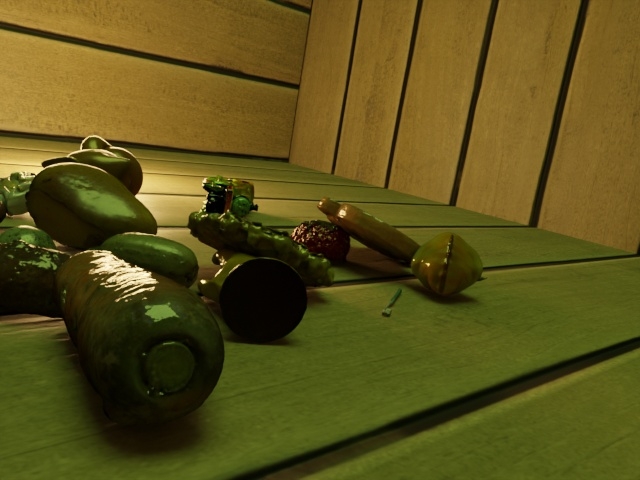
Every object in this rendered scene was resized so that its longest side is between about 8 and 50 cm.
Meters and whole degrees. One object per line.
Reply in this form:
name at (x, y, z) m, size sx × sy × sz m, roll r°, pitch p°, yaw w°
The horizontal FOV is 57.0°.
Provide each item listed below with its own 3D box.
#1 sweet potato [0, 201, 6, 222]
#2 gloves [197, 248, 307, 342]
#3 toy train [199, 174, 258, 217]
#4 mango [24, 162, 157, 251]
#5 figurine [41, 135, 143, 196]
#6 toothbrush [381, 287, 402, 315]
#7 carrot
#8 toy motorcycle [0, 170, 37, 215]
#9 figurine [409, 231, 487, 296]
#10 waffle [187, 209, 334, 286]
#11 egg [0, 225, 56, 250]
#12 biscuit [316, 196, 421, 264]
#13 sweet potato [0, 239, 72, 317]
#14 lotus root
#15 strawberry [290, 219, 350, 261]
sweet potato at (-0.603, -0.033, 1.010) m, size 0.077 × 0.077 × 0.244 m, roll 6°, pitch 12°, yaw -14°
gloves at (-0.108, 0.070, 0.930) m, size 0.133 × 0.116 × 0.294 m, roll 35°, pitch -4°, yaw -14°
toy train at (-0.257, -0.120, 1.660) m, size 0.160 × 0.101 × 0.296 m, roll 9°, pitch 12°, yaw -10°
mango at (-0.426, -0.055, 1.107) m, size 0.262 × 0.130 × 0.167 m, roll 30°, pitch 42°, yaw 20°
figurine at (-0.488, -0.130, 1.307) m, size 0.215 × 0.215 × 0.228 m, roll 5°, pitch 1°, yaw -21°
toothbrush at (0.134, 0.111, 1.075) m, size 0.014 × 0.011 × 0.167 m, roll 17°, pitch 13°, yaw 14°
carrot at (-0.197, 0.088, 0.625) m, size 0.138 × 0.139 × 0.301 m, roll 2°, pitch 14°, yaw -32°
toy motorcycle at (-0.660, -0.106, 1.304) m, size 0.151 × 0.074 × 0.229 m, roll 2°, pitch 23°, yaw 3°
figurine at (0.265, 0.052, 1.227) m, size 0.156 × 0.131 × 0.246 m, roll 8°, pitch -3°, yaw 10°
waffle at (-0.107, 0.018, 1.038) m, size 0.291 × 0.051 × 0.291 m, roll 21°, pitch -15°, yaw 6°
egg at (-0.440, 0.020, 0.873) m, size 0.110 × 0.085 × 0.085 m, roll 9°, pitch 9°, yaw 38°
biscuit at (0.118, -0.013, 1.365) m, size 0.275 × 0.052 × 0.355 m, roll 31°, pitch 0°, yaw -12°
sweet potato at (-0.391, 0.047, 0.767) m, size 0.341 × 0.092 × 0.114 m, roll 10°, pitch -5°, yaw 0°
lotus root at (-0.284, 0.031, 0.937) m, size 0.182 × 0.090 × 0.077 m, roll 8°, pitch 39°, yaw 5°
strawberry at (0.000, 0.000, 1.326) m, size 0.145 × 0.086 × 0.145 m, roll 11°, pitch 12°, yaw -2°
